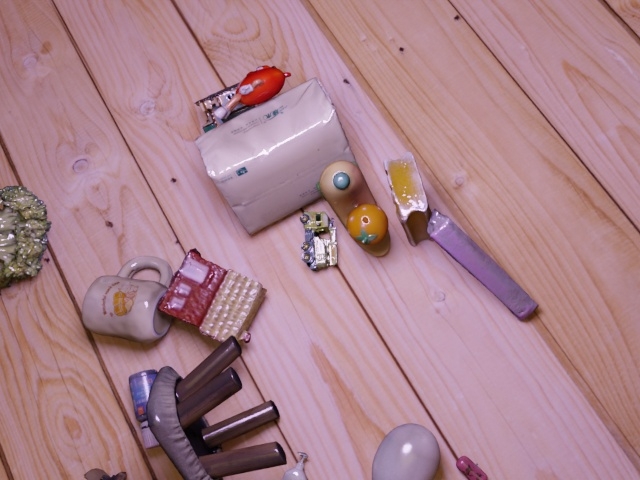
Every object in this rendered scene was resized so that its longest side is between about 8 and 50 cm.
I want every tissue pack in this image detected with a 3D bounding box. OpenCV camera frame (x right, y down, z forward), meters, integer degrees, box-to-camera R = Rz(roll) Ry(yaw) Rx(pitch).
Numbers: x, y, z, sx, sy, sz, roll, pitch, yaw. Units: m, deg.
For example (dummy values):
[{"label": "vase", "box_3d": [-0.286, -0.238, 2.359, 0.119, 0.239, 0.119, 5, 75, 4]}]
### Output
[{"label": "tissue pack", "box_3d": [-0.108, -0.230, 1.701, 0.380, 0.297, 0.207, -28, 53, 2]}]

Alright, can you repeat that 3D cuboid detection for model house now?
[{"label": "model house", "box_3d": [-0.254, -0.345, 1.832, 0.178, 0.271, 0.206, -24, 108, 0]}, {"label": "model house", "box_3d": [-0.276, 0.168, 1.700, 0.254, 0.160, 0.196, 26, 80, 13]}]

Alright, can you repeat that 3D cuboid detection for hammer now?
[{"label": "hammer", "box_3d": [0.377, 0.574, 1.542, 0.083, 0.043, 0.043, 40, 84, 18]}]

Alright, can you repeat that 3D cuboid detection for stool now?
[{"label": "stool", "box_3d": [-0.247, 0.431, 1.506, 0.226, 0.310, 0.310, -29, 104, 0]}]

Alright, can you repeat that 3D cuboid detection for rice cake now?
[{"label": "rice cake", "box_3d": [0.412, 0.071, 1.568, 0.399, 0.064, 0.070, 40, 95, -18]}]

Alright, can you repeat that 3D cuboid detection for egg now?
[{"label": "egg", "box_3d": [0.206, 0.551, 1.519, 0.151, 0.151, 0.209, 31, 89, 16]}]

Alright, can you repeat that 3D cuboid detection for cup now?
[{"label": "cup", "box_3d": [-0.518, 0.173, 1.758, 0.202, 0.255, 0.173, 8, 118, 12]}]

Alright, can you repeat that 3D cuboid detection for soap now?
[{"label": "soap", "box_3d": [0.238, -0.104, 1.630, 0.089, 0.274, 0.173, -16, 72, 11]}]

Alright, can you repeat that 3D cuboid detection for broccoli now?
[{"label": "broccoli", "box_3d": [-0.972, 0.019, 1.802, 0.338, 0.318, 0.277, -27, 82, 41]}]

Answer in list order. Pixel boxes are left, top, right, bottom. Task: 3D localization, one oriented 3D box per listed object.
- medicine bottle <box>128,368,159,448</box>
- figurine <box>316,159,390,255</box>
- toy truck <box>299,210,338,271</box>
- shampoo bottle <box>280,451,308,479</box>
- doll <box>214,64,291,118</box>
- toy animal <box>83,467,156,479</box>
[{"label": "medicine bottle", "box_3d": [-0.464, 0.459, 1.685, 0.084, 0.083, 0.203, -18, 74, 3]}, {"label": "figurine", "box_3d": [0.105, -0.075, 1.635, 0.124, 0.324, 0.222, -32, 32, 1]}, {"label": "toy truck", "box_3d": [0.000, 0.000, 1.745, 0.100, 0.077, 0.168, -6, 72, 10]}, {"label": "shampoo bottle", "box_3d": [-0.067, 0.622, 1.595, 0.077, 0.045, 0.151, 22, 78, 14]}, {"label": "doll", "box_3d": [-0.177, -0.388, 1.602, 0.217, 0.183, 0.085, -32, 100, 4]}, {"label": "toy animal", "box_3d": [-0.522, 0.650, 1.611, 0.186, 0.214, 0.093, 6, 83, -21]}]
